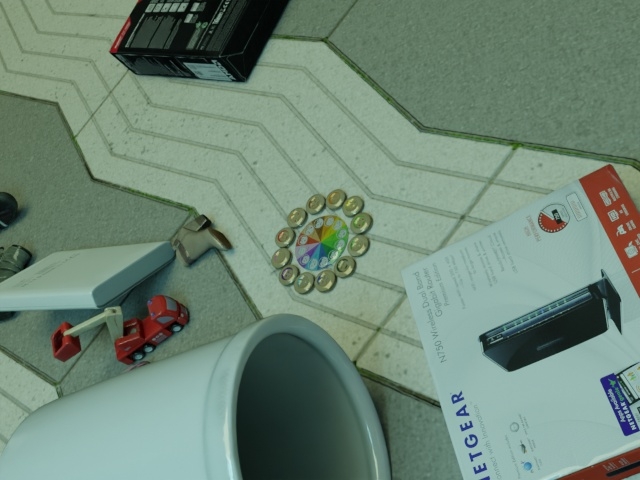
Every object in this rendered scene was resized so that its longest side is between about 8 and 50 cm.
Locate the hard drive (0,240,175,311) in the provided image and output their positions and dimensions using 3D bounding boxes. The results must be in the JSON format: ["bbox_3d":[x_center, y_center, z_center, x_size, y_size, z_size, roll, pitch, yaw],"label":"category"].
[{"bbox_3d":[-0.438,0.065,1.462,0.307,0.040,0.203,-4,22,34],"label":"hard drive"}]

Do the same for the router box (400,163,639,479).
[{"bbox_3d":[0.279,0.118,0.959,0.301,0.082,0.336,-29,50,18],"label":"router box"}]

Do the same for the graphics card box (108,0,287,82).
[{"bbox_3d":[-0.255,-0.455,1.696,0.370,0.094,0.233,12,70,41],"label":"graphics card box"}]

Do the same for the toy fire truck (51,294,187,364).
[{"bbox_3d":[-0.331,0.145,1.344,0.192,0.135,0.047,-36,48,12],"label":"toy fire truck"}]

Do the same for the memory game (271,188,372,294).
[{"bbox_3d":[0.000,0.000,1.283,0.186,0.012,0.186,-18,54,27],"label":"memory game"}]

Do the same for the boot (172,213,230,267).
[{"bbox_3d":[-0.210,0.011,1.412,0.087,0.042,0.118,-50,45,8],"label":"boot"}]

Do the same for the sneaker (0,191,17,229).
[{"bbox_3d":[-0.790,-0.086,1.846,0.281,0.106,0.163,-23,49,24],"label":"sneaker"}]

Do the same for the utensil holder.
[{"bbox_3d":[-0.157,0.295,1.002,0.385,0.327,0.328,-20,53,28],"label":"utensil holder"}]

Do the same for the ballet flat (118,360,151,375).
[{"bbox_3d":[-0.356,0.274,1.334,0.221,0.077,0.079,-36,22,3],"label":"ballet flat"}]

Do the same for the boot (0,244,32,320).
[{"bbox_3d":[-0.712,0.100,1.701,0.246,0.083,0.161,-13,49,23],"label":"boot"}]
